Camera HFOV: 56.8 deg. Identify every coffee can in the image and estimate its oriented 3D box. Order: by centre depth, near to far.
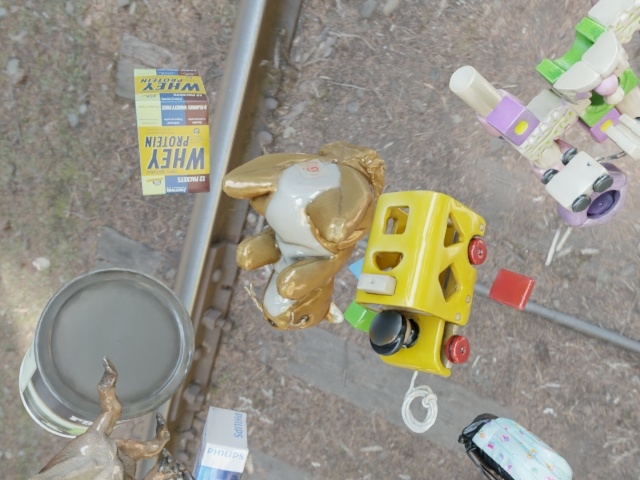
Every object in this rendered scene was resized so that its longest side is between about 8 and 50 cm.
[{"bbox_3d":[-0.326,0.177,0.879,0.201,0.201,0.275,54,144,0],"label":"coffee can"}]

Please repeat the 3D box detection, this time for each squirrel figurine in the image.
[{"bbox_3d":[0.000,0.000,1.253,0.281,0.397,0.370,18,129,23],"label":"squirrel figurine"}]

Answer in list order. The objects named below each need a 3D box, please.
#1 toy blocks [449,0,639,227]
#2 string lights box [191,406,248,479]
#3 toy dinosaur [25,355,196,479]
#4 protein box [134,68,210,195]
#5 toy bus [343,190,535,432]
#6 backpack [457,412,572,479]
[{"bbox_3d":[0.391,-0.177,0.783,0.288,0.260,0.309,-47,42,19],"label":"toy blocks"},{"bbox_3d":[-0.198,0.454,1.073,0.077,0.133,0.259,14,99,-11],"label":"string lights box"},{"bbox_3d":[-0.248,0.253,0.601,0.200,0.295,0.127,-33,59,-15],"label":"toy dinosaur"},{"bbox_3d":[-0.308,-0.228,1.226,0.136,0.201,0.200,-4,124,-16],"label":"protein box"},{"bbox_3d":[0.086,0.049,0.584,0.191,0.104,0.202,-47,43,21],"label":"toy bus"},{"bbox_3d":[0.364,0.407,1.093,0.115,0.152,0.182,-52,40,-3],"label":"backpack"}]
